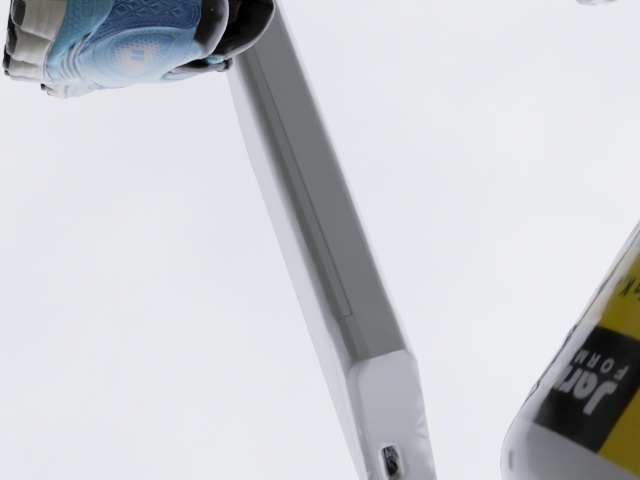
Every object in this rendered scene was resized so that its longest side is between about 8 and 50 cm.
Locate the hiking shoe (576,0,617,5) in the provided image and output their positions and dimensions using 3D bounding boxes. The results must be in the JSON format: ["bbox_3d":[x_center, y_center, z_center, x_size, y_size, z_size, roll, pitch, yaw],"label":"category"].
[{"bbox_3d":[0.258,-0.229,1.184,0.132,0.304,0.113,7,-106,-13],"label":"hiking shoe"}]

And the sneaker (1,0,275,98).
[{"bbox_3d":[-0.051,-0.069,0.555,0.073,0.162,0.063,9,-80,-1],"label":"sneaker"}]

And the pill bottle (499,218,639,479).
[{"bbox_3d":[0.117,0.040,0.422,0.119,0.119,0.208,28,-99,35],"label":"pill bottle"}]

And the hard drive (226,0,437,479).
[{"bbox_3d":[0.000,0.000,1.009,0.040,0.203,0.307,-17,-128,-4],"label":"hard drive"}]
